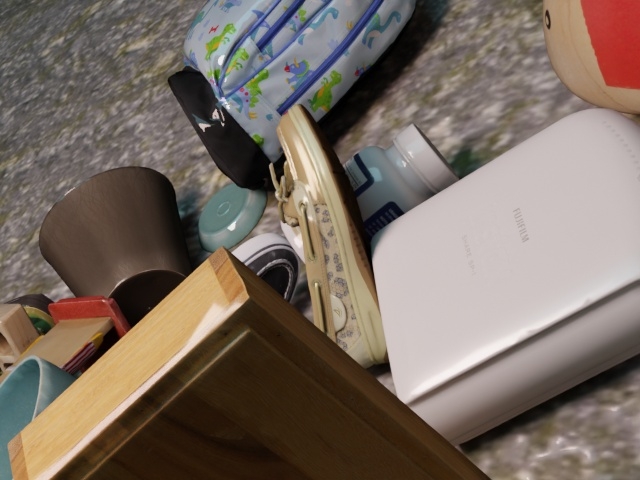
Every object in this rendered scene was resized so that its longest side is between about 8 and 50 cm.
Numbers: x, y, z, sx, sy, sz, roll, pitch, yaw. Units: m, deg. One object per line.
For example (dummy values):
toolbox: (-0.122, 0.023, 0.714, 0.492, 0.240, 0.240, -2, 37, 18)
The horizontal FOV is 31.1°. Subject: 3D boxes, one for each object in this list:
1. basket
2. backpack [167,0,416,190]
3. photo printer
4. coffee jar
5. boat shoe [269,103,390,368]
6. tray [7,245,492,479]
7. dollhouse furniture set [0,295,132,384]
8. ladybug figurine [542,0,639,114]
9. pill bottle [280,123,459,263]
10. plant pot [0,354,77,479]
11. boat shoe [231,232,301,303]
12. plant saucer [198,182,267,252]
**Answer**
basket: (-0.254, 0.031, 1.517, 0.204, 0.154, 0.227, -31, 39, -3)
backpack: (-0.037, -0.272, 1.529, 0.356, 0.273, 0.290, -32, 22, -1)
photo printer: (0.203, 0.024, 1.082, 0.308, 0.107, 0.256, -31, 38, 21)
coffee jar: (-0.427, 0.165, 1.621, 0.096, 0.079, 0.184, -20, 44, 29)
boat shoe: (0.000, 0.000, 1.193, 0.089, 0.104, 0.285, -19, 85, 10)
tray: (-0.005, 0.202, 0.859, 0.203, 0.411, 0.076, -43, 34, 6)
dollhouse furniture set: (-0.405, 0.191, 1.427, 0.374, 0.152, 0.201, -5, 29, 36)
ladybug figurine: (0.406, -0.279, 1.119, 0.449, 0.162, 0.305, -13, 47, 38)
pill bottle: (0.058, -0.040, 1.291, 0.187, 0.112, 0.112, -39, 36, 10)
plant pot: (-0.252, 0.283, 1.112, 0.290, 0.195, 0.290, -48, 25, 31)
boat shoe: (-0.104, 0.132, 1.297, 0.301, 0.108, 0.102, -55, 36, -7)
plant saucer: (-0.125, -0.038, 1.557, 0.119, 0.021, 0.119, -28, 40, 26)
